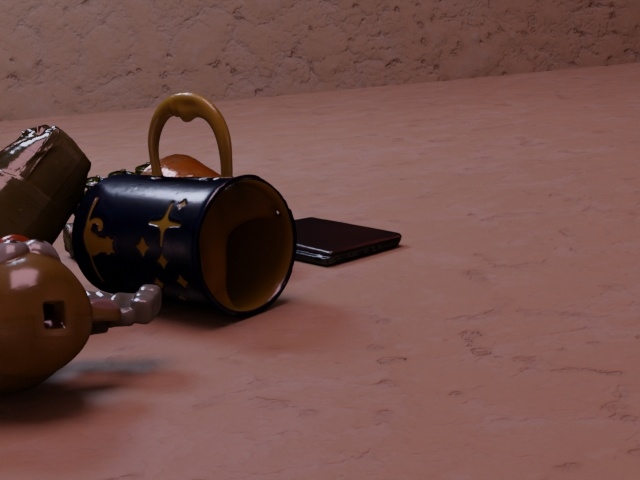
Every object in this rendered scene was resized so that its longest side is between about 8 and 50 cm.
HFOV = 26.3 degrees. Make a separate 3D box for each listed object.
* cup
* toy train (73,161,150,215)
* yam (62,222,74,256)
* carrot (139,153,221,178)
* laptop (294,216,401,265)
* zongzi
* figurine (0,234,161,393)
[{"bbox_3d":[-0.172,-0.040,1.769,0.256,0.254,0.178,6,-17,41],"label":"cup"},{"bbox_3d":[-0.299,-0.068,2.279,0.137,0.090,0.226,15,23,38],"label":"toy train"},{"bbox_3d":[-0.270,-0.019,2.116,0.253,0.061,0.061,-9,14,-23],"label":"yam"},{"bbox_3d":[-0.153,-0.026,1.956,0.225,0.159,0.159,20,26,40],"label":"carrot"},{"bbox_3d":[0.000,0.000,2.020,0.154,0.026,0.207,-13,16,-39],"label":"laptop"},{"bbox_3d":[-0.460,-0.023,1.832,0.300,0.145,0.273,-3,49,50],"label":"zongzi"},{"bbox_3d":[-0.345,0.079,1.464,0.343,0.167,0.285,-29,18,-29],"label":"figurine"}]
